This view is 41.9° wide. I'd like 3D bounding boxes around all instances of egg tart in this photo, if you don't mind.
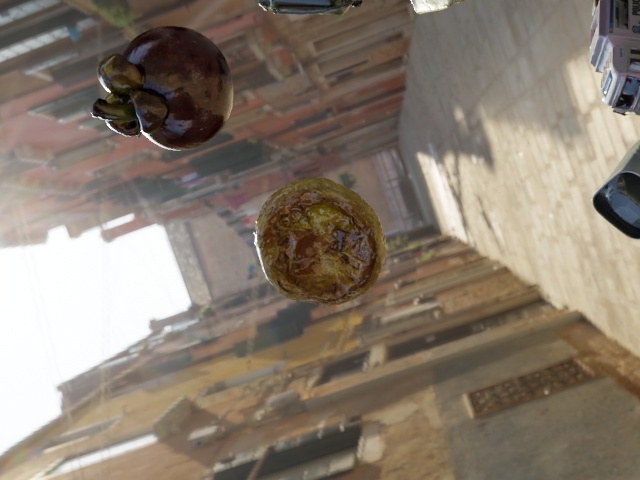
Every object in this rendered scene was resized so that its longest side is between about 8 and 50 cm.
[{"bbox_3d":[0.000,0.000,1.785,0.115,0.290,0.290,-72,-37,-71],"label":"egg tart"}]

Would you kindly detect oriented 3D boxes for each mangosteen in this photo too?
[{"bbox_3d":[-0.275,-0.256,1.424,0.215,0.257,0.215,20,118,44],"label":"mangosteen"}]

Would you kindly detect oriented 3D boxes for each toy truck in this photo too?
[{"bbox_3d":[0.588,-0.360,1.572,0.124,0.155,0.268,89,-166,-53],"label":"toy truck"}]

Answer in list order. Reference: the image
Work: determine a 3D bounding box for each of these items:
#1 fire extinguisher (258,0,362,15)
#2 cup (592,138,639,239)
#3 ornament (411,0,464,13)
[{"bbox_3d":[-0.006,-0.560,1.910,0.118,0.294,0.093,-53,-40,-30],"label":"fire extinguisher"},{"bbox_3d":[0.460,-0.087,1.157,0.095,0.129,0.128,39,143,5],"label":"cup"},{"bbox_3d":[0.212,-0.519,1.654,0.201,0.059,0.180,55,156,28],"label":"ornament"}]
